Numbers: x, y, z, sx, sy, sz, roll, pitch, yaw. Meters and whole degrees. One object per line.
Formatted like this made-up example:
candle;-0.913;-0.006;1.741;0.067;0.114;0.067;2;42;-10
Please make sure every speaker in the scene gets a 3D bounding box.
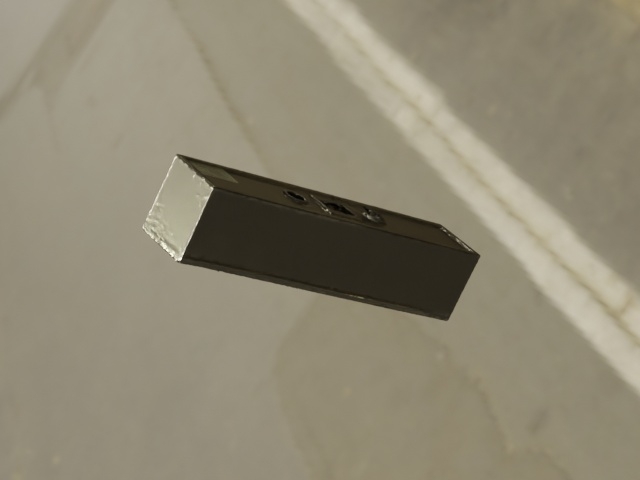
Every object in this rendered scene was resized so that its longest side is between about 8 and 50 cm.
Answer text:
speaker;0.000;0.000;0.946;0.040;0.191;0.046;40;109;46
